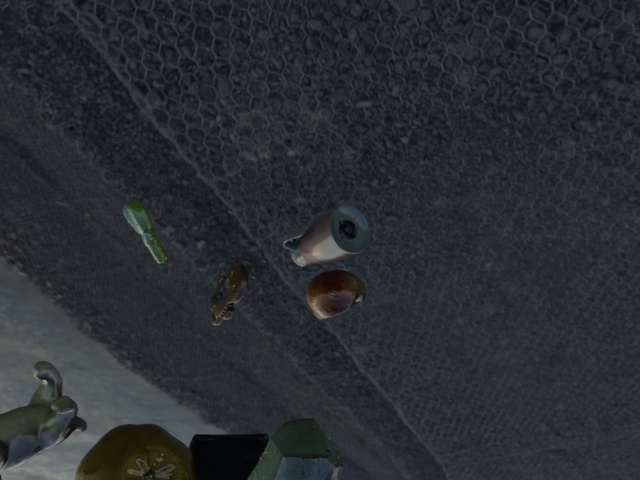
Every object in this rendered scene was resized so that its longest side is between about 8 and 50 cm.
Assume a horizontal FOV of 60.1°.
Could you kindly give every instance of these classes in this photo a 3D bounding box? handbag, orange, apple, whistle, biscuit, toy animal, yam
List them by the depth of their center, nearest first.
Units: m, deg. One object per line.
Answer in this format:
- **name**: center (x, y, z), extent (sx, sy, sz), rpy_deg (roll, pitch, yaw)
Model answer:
- **toy animal**: center (-0.454, 0.281, 0.781), extent (0.233, 0.121, 0.168), rpy_deg (-27, 138, -38)
- **yam**: center (-0.065, 0.561, 1.274), extent (0.201, 0.202, 0.271), rpy_deg (11, 102, -24)
- **orange**: center (-0.423, 0.561, 1.276), extent (0.279, 0.279, 0.235), rpy_deg (14, 135, -19)
- **handbag**: center (-0.256, 0.646, 1.563), extent (0.247, 0.223, 0.080), rpy_deg (4, 119, -12)
- **whistle**: center (-0.497, -0.022, 1.567), extent (0.104, 0.057, 0.198), rpy_deg (-11, 106, 62)
- **apple**: center (0.052, 0.176, 1.823), extent (0.173, 0.195, 0.160), rpy_deg (-1, 102, 34)
- **biscuit**: center (-0.313, 0.177, 1.863), extent (0.039, 0.180, 0.236), rpy_deg (21, 123, -32)

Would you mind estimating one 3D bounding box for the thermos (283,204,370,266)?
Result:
- **thermos**: center (0.000, 0.000, 1.650), extent (0.176, 0.146, 0.265), rpy_deg (22, 151, -30)
